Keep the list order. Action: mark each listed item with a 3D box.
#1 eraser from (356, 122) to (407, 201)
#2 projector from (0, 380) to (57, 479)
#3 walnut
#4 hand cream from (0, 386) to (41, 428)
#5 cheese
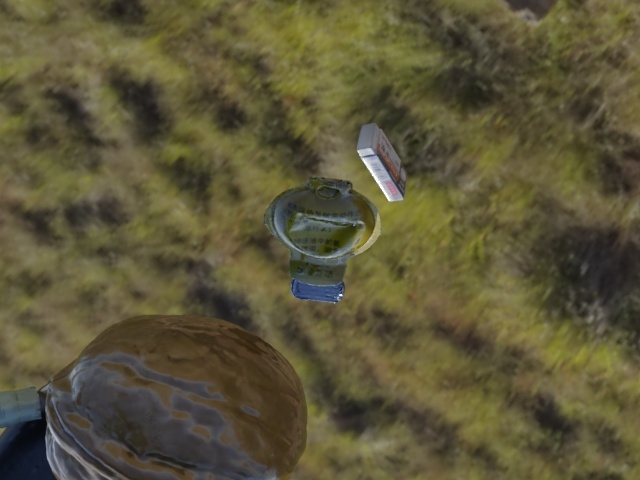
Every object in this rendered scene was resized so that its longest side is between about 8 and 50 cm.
[{"bbox_3d":[0.091,-0.113,1.776,0.029,0.052,0.122,-9,139,25],"label":"eraser"},{"bbox_3d":[-0.349,0.483,1.826,0.395,0.405,0.242,28,168,14],"label":"projector"},{"bbox_3d":[-0.175,0.222,1.465,0.313,0.251,0.277,17,149,-9],"label":"walnut"},{"bbox_3d":[-0.496,0.246,1.708,0.050,0.205,0.078,144,114,-64],"label":"hand cream"},{"bbox_3d":[0.000,0.000,1.635,0.157,0.064,0.250,8,137,0],"label":"cheese"}]
